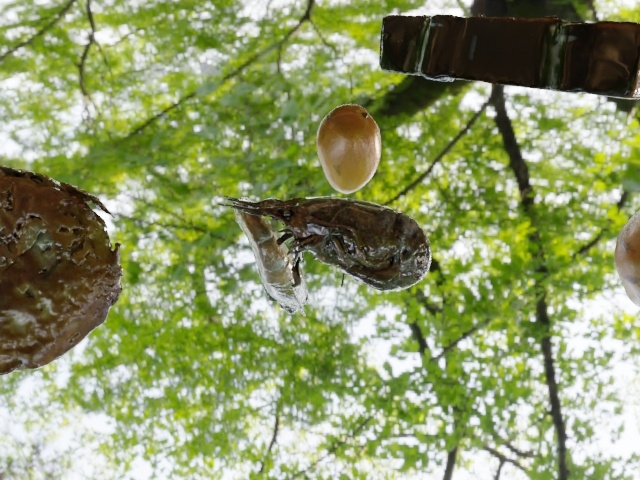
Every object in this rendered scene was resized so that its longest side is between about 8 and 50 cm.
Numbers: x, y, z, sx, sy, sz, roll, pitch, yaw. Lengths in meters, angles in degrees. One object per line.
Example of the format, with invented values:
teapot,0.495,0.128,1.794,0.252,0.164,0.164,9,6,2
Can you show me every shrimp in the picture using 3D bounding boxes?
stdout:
shrimp,-0.082,0.035,1.411,0.077,0.317,0.168,-27,-121,-6
shrimp,0.002,-0.007,1.242,0.343,0.145,0.116,16,-142,5

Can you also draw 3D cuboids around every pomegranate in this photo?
pomegranate,0.605,0.028,1.363,0.209,0.209,0.209,-3,-144,3

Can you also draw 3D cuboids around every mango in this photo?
mango,0.063,-0.197,1.790,0.144,0.219,0.112,6,-140,7

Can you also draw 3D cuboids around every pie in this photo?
pie,-0.419,0.031,1.131,0.308,0.308,0.085,0,-171,7

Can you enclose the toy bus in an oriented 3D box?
toy bus,0.239,-0.244,1.043,0.092,0.093,0.408,-6,-162,-40
